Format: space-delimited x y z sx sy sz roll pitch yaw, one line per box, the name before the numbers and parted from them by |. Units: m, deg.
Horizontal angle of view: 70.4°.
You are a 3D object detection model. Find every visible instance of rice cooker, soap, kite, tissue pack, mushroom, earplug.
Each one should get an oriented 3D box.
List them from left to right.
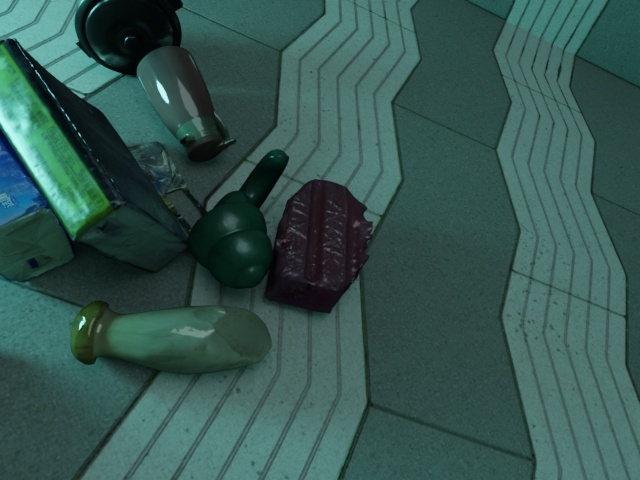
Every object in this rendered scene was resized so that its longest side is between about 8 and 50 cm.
tissue pack | -0.574 -0.078 0.802 0.137 0.209 0.269 -35 77 -27
tissue pack | -0.432 -0.139 0.845 0.124 0.288 0.394 -38 75 -4
rice cooker | -0.479 -0.555 1.134 0.281 0.241 0.227 -24 59 6
kite | -0.350 -0.114 1.032 0.310 0.015 0.169 42 52 9
mushroom | -0.258 0.174 0.820 0.350 0.128 0.128 7 56 -13
earplug | -0.149 -0.030 0.941 0.258 0.164 0.280 -21 56 -7
soap | 0.000 0.000 1.035 0.220 0.127 0.324 16 53 -13

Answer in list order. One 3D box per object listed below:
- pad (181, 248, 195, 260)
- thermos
pad | -0.216 -0.012 1.029 0.113 0.006 0.187 30 52 -2
thermos | -0.319 -0.320 1.117 0.176 0.146 0.265 -12 70 -57
